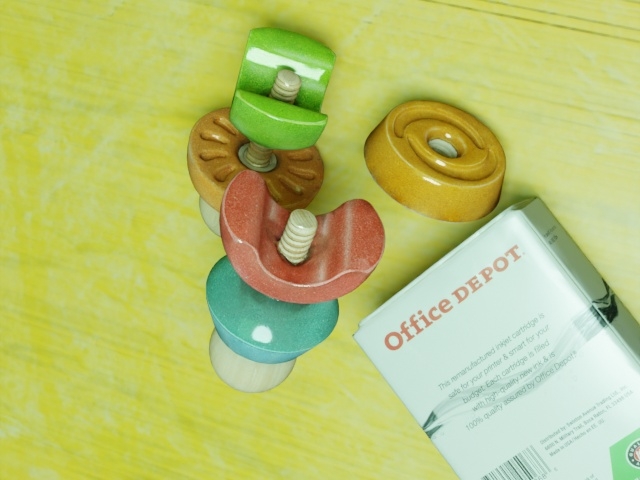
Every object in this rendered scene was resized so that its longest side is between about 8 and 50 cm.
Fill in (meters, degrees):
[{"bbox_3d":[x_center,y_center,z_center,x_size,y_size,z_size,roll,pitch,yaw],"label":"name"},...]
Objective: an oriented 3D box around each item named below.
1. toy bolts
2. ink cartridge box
[{"bbox_3d":[0.000,0.000,0.782,0.218,0.228,0.158,18,133,-6],"label":"toy bolts"},{"bbox_3d":[0.147,0.095,0.784,0.153,0.087,0.208,-38,85,21],"label":"ink cartridge box"}]
